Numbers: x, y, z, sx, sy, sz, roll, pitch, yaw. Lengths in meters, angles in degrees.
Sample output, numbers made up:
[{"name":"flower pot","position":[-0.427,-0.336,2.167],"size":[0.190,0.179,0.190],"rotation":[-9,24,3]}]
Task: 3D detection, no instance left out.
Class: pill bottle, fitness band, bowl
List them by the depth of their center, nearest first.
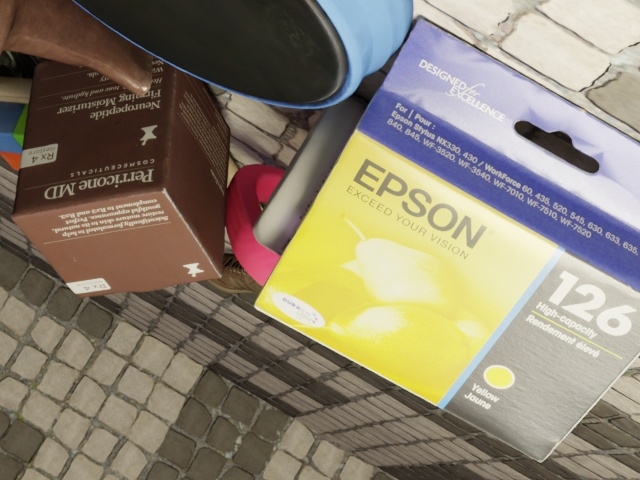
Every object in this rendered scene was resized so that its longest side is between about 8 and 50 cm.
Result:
[{"name":"bowl","position":[-0.114,-0.238,1.102],"size":[0.391,0.077,0.391],"rotation":[28,165,8]},{"name":"pill bottle","position":[0.101,0.004,1.311],"size":[0.302,0.169,0.169],"rotation":[31,165,-4]},{"name":"fitness band","position":[0.000,0.000,1.488],"size":[0.209,0.054,0.291],"rotation":[18,-159,-20]}]

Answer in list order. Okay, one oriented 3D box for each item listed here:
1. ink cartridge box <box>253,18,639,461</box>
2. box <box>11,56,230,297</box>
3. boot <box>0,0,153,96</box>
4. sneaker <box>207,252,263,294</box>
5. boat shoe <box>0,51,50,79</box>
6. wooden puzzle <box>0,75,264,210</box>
[{"name":"ink cartridge box","position":[0.138,0.016,1.157],"size":[0.304,0.072,0.307],"rotation":[29,131,-1]},{"name":"box","position":[-0.200,-0.074,1.433],"size":[0.169,0.203,0.167],"rotation":[-9,145,13]},{"name":"boot","position":[-0.238,-0.196,1.273],"size":[0.207,0.090,0.248],"rotation":[33,-152,-27]},{"name":"sneaker","position":[-0.102,0.045,2.077],"size":[0.188,0.066,0.071],"rotation":[17,145,24]},{"name":"boat shoe","position":[-0.392,-0.238,1.634],"size":[0.078,0.070,0.219],"rotation":[21,163,31]},{"name":"wooden puzzle","position":[-0.259,-0.091,1.715],"size":[0.322,0.080,0.348],"rotation":[7,158,22]}]
